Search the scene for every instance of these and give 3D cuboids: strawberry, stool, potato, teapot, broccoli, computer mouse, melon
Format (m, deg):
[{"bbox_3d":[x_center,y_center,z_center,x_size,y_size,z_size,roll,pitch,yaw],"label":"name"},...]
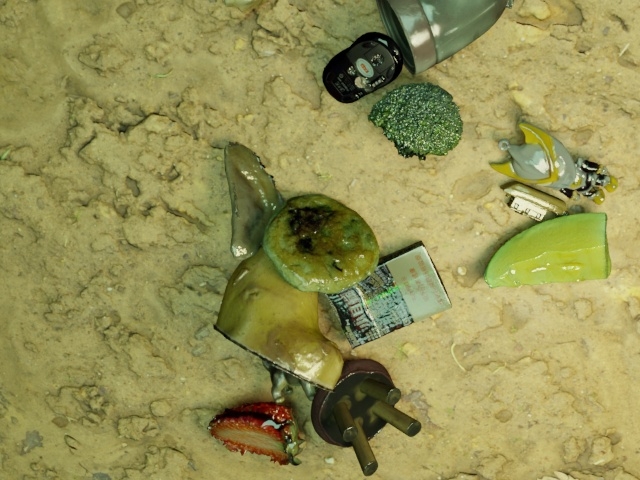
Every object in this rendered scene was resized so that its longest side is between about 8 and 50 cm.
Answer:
[{"bbox_3d":[-0.192,0.544,1.694,0.306,0.138,0.233,7,131,25],"label":"strawberry"},{"bbox_3d":[0.126,0.483,1.566,0.272,0.178,0.272,-9,110,-26],"label":"stool"},{"bbox_3d":[-0.086,0.180,1.509,0.397,0.290,0.296,20,81,35],"label":"potato"},{"bbox_3d":[0.298,-0.607,1.373,0.312,0.233,0.315,-26,70,5],"label":"teapot"},{"bbox_3d":[0.244,-0.303,1.446,0.226,0.176,0.198,-9,83,18],"label":"broccoli"},{"bbox_3d":[0.110,-0.448,1.455,0.233,0.096,0.137,-21,115,39],"label":"computer mouse"},{"bbox_3d":[0.595,0.046,1.498,0.323,0.124,0.196,-11,116,18],"label":"melon"}]

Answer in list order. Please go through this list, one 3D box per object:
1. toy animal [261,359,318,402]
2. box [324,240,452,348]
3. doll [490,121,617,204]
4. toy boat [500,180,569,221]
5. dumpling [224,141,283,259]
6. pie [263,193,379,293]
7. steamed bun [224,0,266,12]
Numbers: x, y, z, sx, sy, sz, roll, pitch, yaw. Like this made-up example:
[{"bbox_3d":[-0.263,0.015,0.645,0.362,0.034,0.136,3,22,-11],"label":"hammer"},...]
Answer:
[{"bbox_3d":[-0.051,0.383,1.657,0.233,0.121,0.169,-23,82,20],"label":"toy animal"},{"bbox_3d":[0.187,0.151,1.592,0.310,0.084,0.198,-25,98,11],"label":"box"},{"bbox_3d":[0.601,-0.185,1.468,0.316,0.145,0.103,22,70,-4],"label":"doll"},{"bbox_3d":[0.572,-0.095,1.509,0.200,0.057,0.077,23,108,1],"label":"toy boat"},{"bbox_3d":[-0.194,-0.103,1.580,0.166,0.086,0.332,5,76,-35],"label":"dumpling"},{"bbox_3d":[0.000,0.000,1.507,0.323,0.323,0.070,31,146,0],"label":"pie"},{"bbox_3d":[-0.193,-0.682,1.457,0.177,0.106,0.192,33,95,3],"label":"steamed bun"}]
